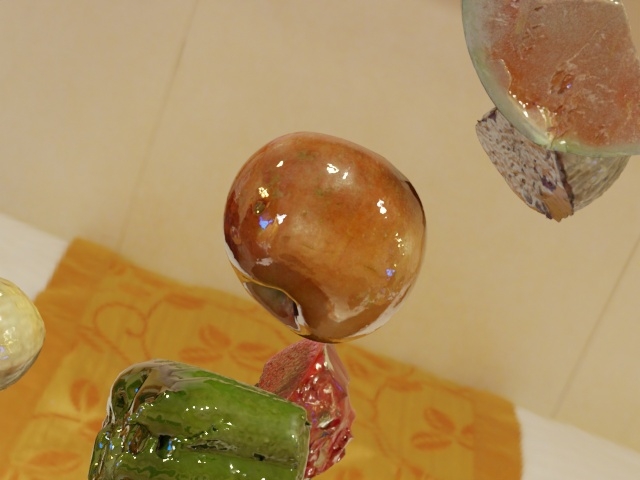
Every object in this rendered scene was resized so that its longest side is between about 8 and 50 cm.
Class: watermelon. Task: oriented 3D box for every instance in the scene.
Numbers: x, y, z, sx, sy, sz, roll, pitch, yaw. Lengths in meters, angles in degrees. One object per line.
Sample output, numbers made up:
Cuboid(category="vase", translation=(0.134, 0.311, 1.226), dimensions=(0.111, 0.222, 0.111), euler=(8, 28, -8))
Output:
Cuboid(category="watermelon", translation=(0.284, -0.210, 1.322), dimensions=(0.176, 0.260, 0.256), euler=(9, 36, 44))

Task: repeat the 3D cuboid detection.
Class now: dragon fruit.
Cuboid(category="dragon fruit", translation=(0.387, -0.171, 1.734), dimensions=(0.204, 0.221, 0.283), euler=(53, -11, -1))
Cuboid(category="dragon fruit", translation=(-0.020, 0.240, 1.643), dimensions=(0.163, 0.189, 0.262), euler=(24, 22, -1))

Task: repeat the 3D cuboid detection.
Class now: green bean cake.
Cuboid(category="green bean cake", translation=(-0.169, 0.302, 1.252), dimensions=(0.218, 0.335, 0.319), euler=(20, -12, -16))

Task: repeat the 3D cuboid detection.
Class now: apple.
Cuboid(category="apple", translation=(0.000, 0.000, 1.367), dimensions=(0.253, 0.254, 0.253), euler=(18, 21, -7))

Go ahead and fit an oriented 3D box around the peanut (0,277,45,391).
Cuboid(category="peanut", translation=(-0.266, 0.076, 0.714), dimensions=(0.087, 0.087, 0.206), euler=(35, 34, 32))
